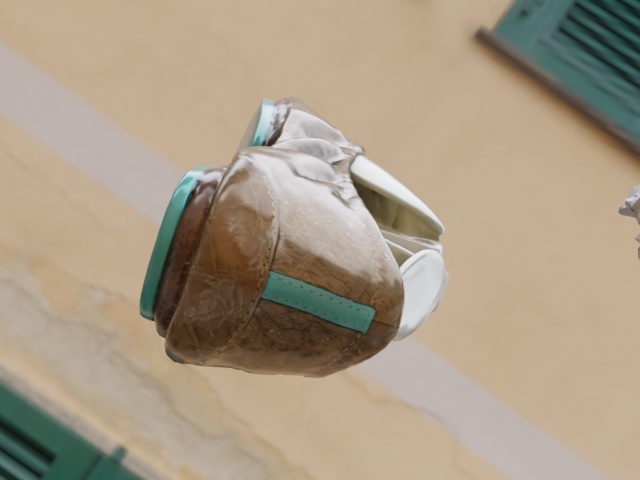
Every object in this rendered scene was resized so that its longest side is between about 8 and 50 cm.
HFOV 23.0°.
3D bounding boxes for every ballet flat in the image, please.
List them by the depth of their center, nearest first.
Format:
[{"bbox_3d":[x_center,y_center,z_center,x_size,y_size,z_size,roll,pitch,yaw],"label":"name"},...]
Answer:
[{"bbox_3d":[0.000,0.000,0.754,0.124,0.116,0.342,19,6,-1],"label":"ballet flat"}]

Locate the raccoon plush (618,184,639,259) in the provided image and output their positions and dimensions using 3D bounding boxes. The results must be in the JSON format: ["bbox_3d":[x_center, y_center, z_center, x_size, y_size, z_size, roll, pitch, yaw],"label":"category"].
[{"bbox_3d":[0.335,-0.123,0.662,0.446,0.299,0.216,8,-36,55],"label":"raccoon plush"}]
